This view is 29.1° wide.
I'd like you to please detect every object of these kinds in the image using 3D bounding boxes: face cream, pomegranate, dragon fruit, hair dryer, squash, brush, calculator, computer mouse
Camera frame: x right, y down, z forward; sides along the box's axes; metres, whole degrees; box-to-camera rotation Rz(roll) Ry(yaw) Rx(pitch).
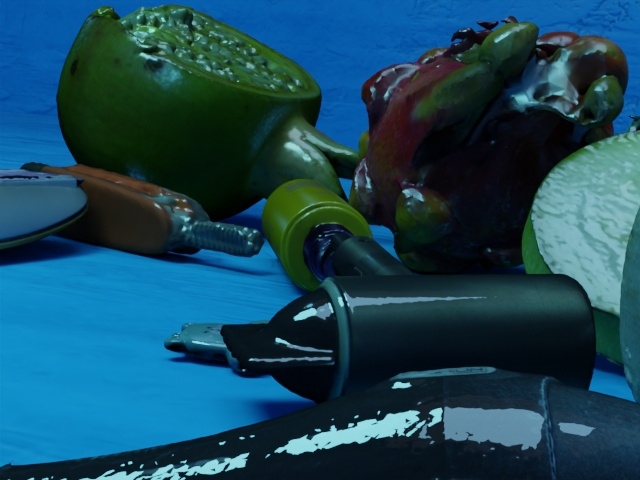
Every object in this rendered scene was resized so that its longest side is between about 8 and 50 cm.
[{"bbox_3d":[0.000,0.000,1.036,0.078,0.078,0.273,3,9,-8],"label":"face cream"},{"bbox_3d":[-0.125,-0.105,1.342,0.358,0.216,0.309,38,18,14],"label":"pomegranate"},{"bbox_3d":[0.155,-0.093,1.124,0.307,0.227,0.243,-39,-2,28],"label":"dragon fruit"},{"bbox_3d":[0.022,0.036,0.748,0.195,0.078,0.248,1,13,-17],"label":"hair dryer"},{"bbox_3d":[0.251,0.007,0.848,0.219,0.041,0.219,2,45,-2],"label":"squash"},{"bbox_3d":[-0.182,-0.025,1.157,0.323,0.070,0.051,11,14,37],"label":"brush"},{"bbox_3d":[-0.006,0.093,0.305,0.235,0.091,0.271,-4,2,6],"label":"hair dryer"},{"bbox_3d":[-0.024,0.066,0.767,0.141,0.019,0.094,5,11,5],"label":"calculator"},{"bbox_3d":[-0.337,-0.024,1.048,0.158,0.072,0.310,8,8,32],"label":"computer mouse"}]

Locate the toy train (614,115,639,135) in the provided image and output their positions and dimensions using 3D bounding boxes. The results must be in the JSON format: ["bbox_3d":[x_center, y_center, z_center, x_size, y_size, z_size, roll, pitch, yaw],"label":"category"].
[{"bbox_3d":[0.374,-0.039,1.249,0.129,0.159,0.326,12,7,29],"label":"toy train"}]

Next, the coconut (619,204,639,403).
[{"bbox_3d":[0.259,0.015,0.566,0.227,0.227,0.230,9,16,28],"label":"coconut"}]
